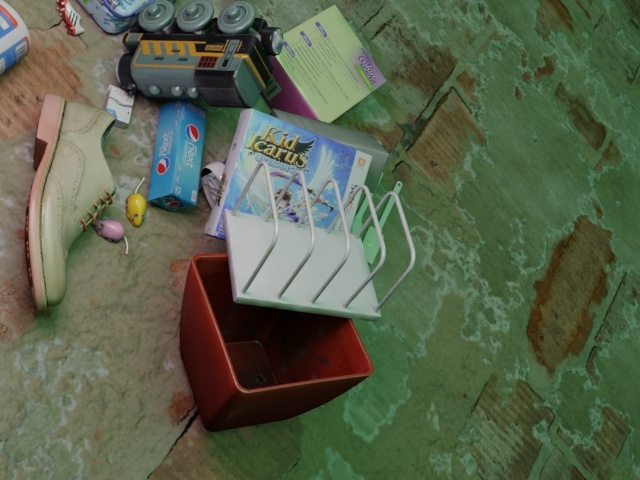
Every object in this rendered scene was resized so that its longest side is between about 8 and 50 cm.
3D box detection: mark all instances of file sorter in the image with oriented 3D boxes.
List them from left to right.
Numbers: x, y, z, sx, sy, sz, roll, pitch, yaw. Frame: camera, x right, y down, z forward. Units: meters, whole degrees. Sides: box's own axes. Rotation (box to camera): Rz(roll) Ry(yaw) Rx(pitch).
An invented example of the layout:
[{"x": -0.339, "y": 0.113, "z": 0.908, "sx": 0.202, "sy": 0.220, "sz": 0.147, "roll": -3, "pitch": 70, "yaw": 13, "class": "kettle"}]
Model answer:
[{"x": 0.000, "y": 0.000, "z": 1.378, "sx": 0.277, "sy": 0.173, "sz": 0.193, "roll": 11, "pitch": 47, "yaw": -26, "class": "file sorter"}]

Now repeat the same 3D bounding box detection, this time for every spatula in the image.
[{"x": 0.101, "y": -0.086, "z": 1.835, "sx": 0.168, "sy": 0.019, "sz": 0.242, "roll": 37, "pitch": 57, "yaw": -17, "class": "spatula"}]

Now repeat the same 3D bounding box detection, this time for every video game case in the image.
[{"x": -0.056, "y": -0.089, "z": 1.519, "sx": 0.269, "sy": 0.061, "sz": 0.244, "roll": 18, "pitch": 86, "yaw": -26, "class": "video game case"}]

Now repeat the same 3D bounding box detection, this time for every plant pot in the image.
[{"x": -0.112, "y": 0.196, "z": 1.428, "sx": 0.267, "sy": 0.236, "sz": 0.267, "roll": -1, "pitch": 53, "yaw": -35, "class": "plant pot"}]

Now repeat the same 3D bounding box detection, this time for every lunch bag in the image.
[{"x": -0.394, "y": -0.530, "z": 1.612, "sx": 0.176, "sy": 0.090, "sz": 0.219, "roll": 51, "pitch": 52, "yaw": -4, "class": "lunch bag"}]

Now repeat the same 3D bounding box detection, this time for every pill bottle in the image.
[{"x": -0.613, "y": -0.312, "z": 1.363, "sx": 0.124, "sy": 0.124, "sz": 0.221, "roll": 46, "pitch": 54, "yaw": -12, "class": "pill bottle"}]

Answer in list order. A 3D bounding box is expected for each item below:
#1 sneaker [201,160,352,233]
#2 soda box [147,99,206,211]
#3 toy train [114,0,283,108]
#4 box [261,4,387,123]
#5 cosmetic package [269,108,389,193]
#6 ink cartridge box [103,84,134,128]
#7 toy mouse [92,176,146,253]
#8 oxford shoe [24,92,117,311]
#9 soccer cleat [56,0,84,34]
[{"x": -0.068, "y": -0.077, "z": 1.631, "sx": 0.236, "sy": 0.130, "sz": 0.323, "roll": -44, "pitch": 105, "yaw": -27, "class": "sneaker"}, {"x": -0.278, "y": -0.168, "z": 1.564, "sx": 0.067, "sy": 0.071, "sz": 0.210, "roll": 28, "pitch": 58, "yaw": -47, "class": "soda box"}, {"x": -0.237, "y": -0.351, "z": 1.524, "sx": 0.142, "sy": 0.333, "sz": 0.190, "roll": 62, "pitch": 41, "yaw": -56, "class": "toy train"}, {"x": -0.010, "y": -0.371, "z": 1.798, "sx": 0.243, "sy": 0.117, "sz": 0.214, "roll": -41, "pitch": 98, "yaw": -36, "class": "box"}, {"x": 0.006, "y": -0.184, "z": 1.652, "sx": 0.237, "sy": 0.107, "sz": 0.127, "roll": 14, "pitch": 23, "yaw": -23, "class": "cosmetic package"}, {"x": -0.392, "y": -0.266, "z": 1.556, "sx": 0.048, "sy": 0.028, "sz": 0.083, "roll": 18, "pitch": 64, "yaw": -29, "class": "ink cartridge box"}, {"x": -0.389, "y": -0.057, "z": 1.484, "sx": 0.143, "sy": 0.031, "sz": 0.161, "roll": 7, "pitch": 70, "yaw": -32, "class": "toy mouse"}, {"x": -0.426, "y": -0.070, "z": 1.381, "sx": 0.146, "sy": 0.140, "sz": 0.397, "roll": 7, "pitch": 70, "yaw": -20, "class": "oxford shoe"}, {"x": -0.485, "y": -0.439, "z": 1.556, "sx": 0.035, "sy": 0.029, "sz": 0.083, "roll": -20, "pitch": 89, "yaw": -46, "class": "soccer cleat"}]
